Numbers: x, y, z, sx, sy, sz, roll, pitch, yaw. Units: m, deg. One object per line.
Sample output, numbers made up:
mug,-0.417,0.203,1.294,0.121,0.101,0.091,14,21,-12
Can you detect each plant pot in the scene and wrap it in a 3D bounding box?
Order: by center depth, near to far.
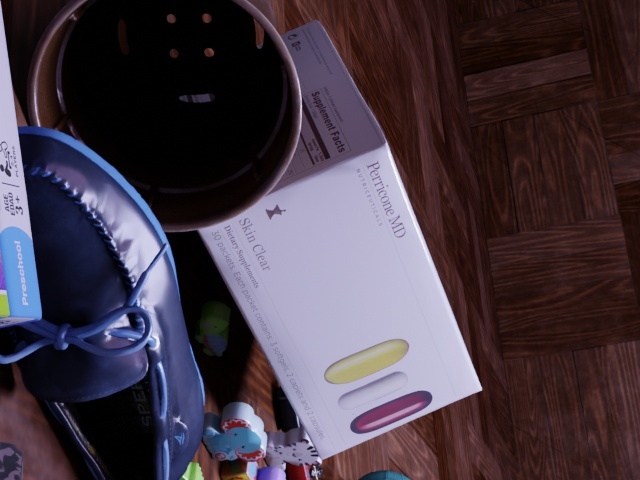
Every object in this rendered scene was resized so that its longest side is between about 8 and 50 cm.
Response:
plant pot,-0.094,-0.116,0.803,0.165,0.167,0.167,-90,164,-63

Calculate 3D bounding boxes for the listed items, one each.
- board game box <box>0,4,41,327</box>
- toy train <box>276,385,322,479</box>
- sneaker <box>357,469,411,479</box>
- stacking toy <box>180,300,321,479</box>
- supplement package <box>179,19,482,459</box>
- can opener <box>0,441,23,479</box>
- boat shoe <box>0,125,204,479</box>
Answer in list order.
board game box,-0.217,-0.135,0.464,0.233,0.078,0.347,17,63,-74
toy train,-0.016,0.207,1.108,0.036,0.027,0.158,-5,84,-73
sneaker,0.077,0.301,1.263,0.302,0.108,0.121,75,11,-50
stacking toy,-0.052,0.174,0.941,0.167,0.052,0.221,-86,159,-47
supplement package,0.000,0.000,0.963,0.204,0.145,0.261,-113,178,-52
can opener,-0.166,0.185,0.477,0.093,0.074,0.280,14,58,-37
boat shoe,-0.117,0.055,0.667,0.089,0.109,0.258,-81,154,-47
